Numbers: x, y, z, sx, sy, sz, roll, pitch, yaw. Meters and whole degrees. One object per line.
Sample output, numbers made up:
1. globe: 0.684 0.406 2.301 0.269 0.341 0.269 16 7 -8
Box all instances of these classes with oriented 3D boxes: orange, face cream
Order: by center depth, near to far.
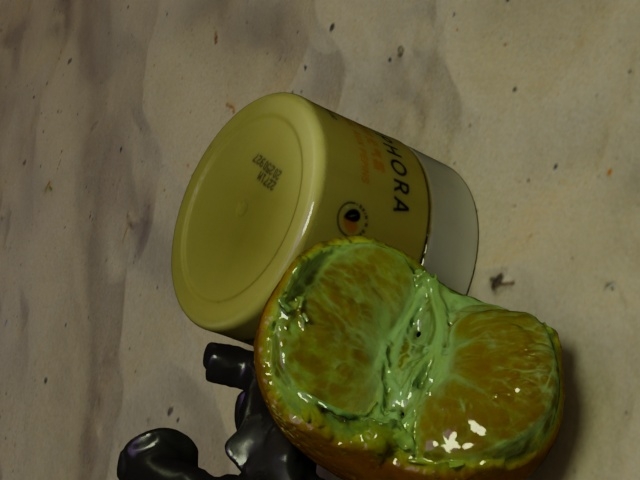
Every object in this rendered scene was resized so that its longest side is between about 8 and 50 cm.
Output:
1. orange: 0.065 0.106 1.079 0.158 0.237 0.179 106 -175 -59
2. face cream: 0.000 0.000 1.244 0.218 0.179 0.218 -31 48 42

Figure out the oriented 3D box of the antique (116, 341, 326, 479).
1. antique: -0.071 0.274 1.175 0.255 0.185 0.322 -119 41 -59
